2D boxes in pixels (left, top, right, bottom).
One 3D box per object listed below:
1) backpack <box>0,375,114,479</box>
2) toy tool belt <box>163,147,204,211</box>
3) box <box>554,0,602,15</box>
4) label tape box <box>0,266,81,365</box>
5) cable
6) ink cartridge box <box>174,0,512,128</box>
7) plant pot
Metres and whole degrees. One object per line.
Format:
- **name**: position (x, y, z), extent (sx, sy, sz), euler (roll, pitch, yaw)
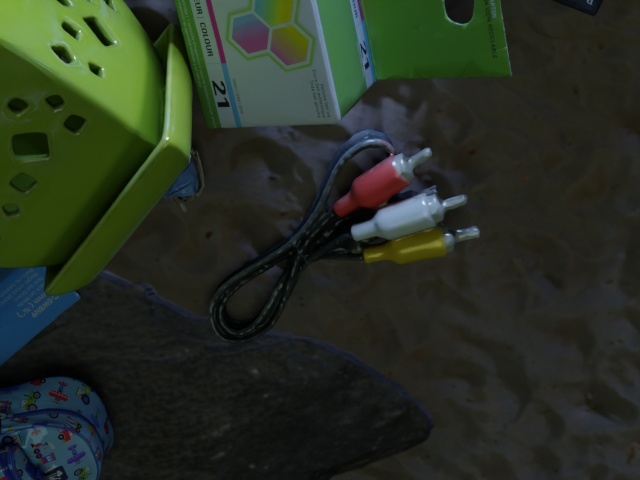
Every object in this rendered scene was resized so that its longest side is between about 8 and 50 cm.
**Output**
- **backpack**: position (-0.292, 0.218, 1.417), extent (0.173, 0.117, 0.158), euler (-15, 129, -4)
- **toy tool belt**: position (-0.139, -0.071, 1.329), extent (0.052, 0.051, 0.083), euler (-17, 115, 5)
- **box**: position (0.192, -0.299, 1.218), extent (0.156, 0.093, 0.158), euler (18, 114, -12)
- **label tape box**: position (-0.429, 0.037, 1.335), extent (0.241, 0.106, 0.333), euler (-39, 111, 15)
- **cable**: position (0.000, 0.000, 1.360), extent (0.287, 0.072, 0.139), euler (-29, 108, 10)
- **ink cartridge box**: position (0.014, -0.200, 1.199), extent (0.255, 0.097, 0.188), euler (1, 119, 26)
- **plant pot**: position (-0.236, -0.102, 1.208), extent (0.207, 0.228, 0.227), euler (28, 120, -24)
